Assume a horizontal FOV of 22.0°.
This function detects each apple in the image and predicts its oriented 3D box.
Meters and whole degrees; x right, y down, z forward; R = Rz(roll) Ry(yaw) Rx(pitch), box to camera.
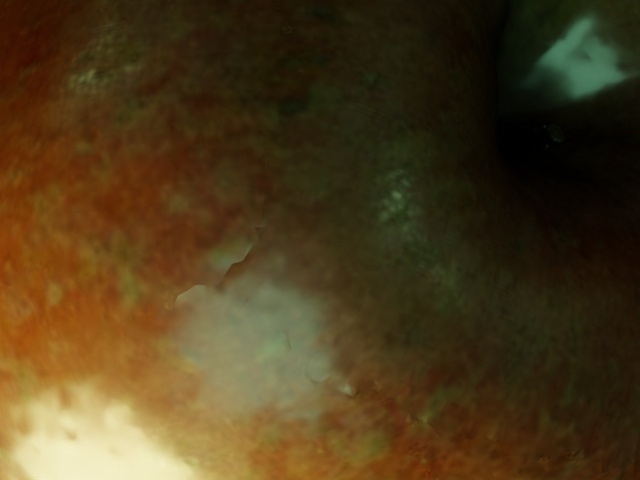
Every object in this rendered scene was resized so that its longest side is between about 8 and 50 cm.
[{"bbox_3d":[0.000,0.000,0.454,0.254,0.253,0.253,5,120,8],"label":"apple"}]
